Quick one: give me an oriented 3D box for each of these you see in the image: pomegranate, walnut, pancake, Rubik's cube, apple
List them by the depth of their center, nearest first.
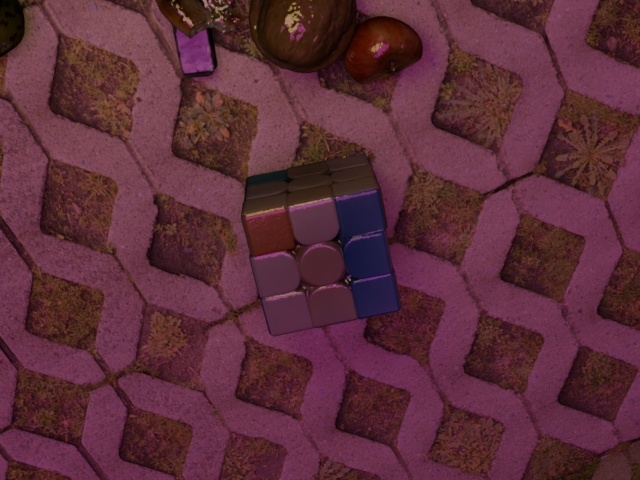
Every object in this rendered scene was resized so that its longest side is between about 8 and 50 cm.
[{"bbox_3d":[-0.288,-0.694,1.722,0.305,0.067,0.427,14,93,-5],"label":"pancake"},{"bbox_3d":[-0.040,-0.542,1.760,0.283,0.227,0.283,-3,104,-12],"label":"walnut"},{"bbox_3d":[-0.832,-0.547,1.763,0.211,0.211,0.263,-50,61,15],"label":"pomegranate"},{"bbox_3d":[0.151,-0.473,1.823,0.195,0.173,0.160,-25,112,3],"label":"apple"},{"bbox_3d":[0.000,0.000,1.909,0.347,0.346,0.344,-12,111,3],"label":"Rubik's cube"}]

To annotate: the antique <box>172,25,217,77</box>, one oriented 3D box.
[{"bbox_3d":[-0.316,-0.503,1.839,0.086,0.088,0.183,-7,111,2],"label":"antique"}]
